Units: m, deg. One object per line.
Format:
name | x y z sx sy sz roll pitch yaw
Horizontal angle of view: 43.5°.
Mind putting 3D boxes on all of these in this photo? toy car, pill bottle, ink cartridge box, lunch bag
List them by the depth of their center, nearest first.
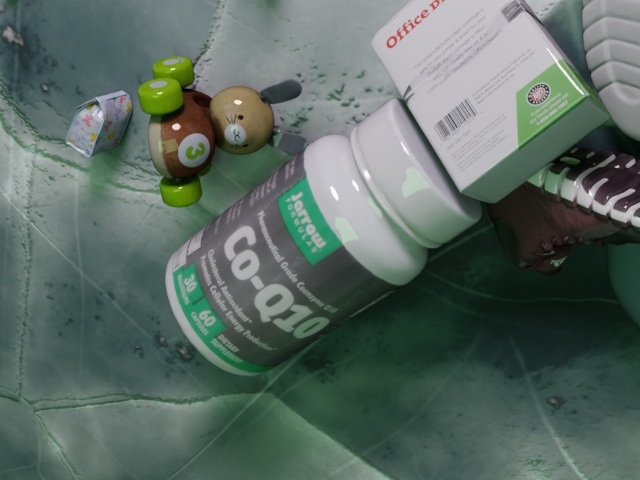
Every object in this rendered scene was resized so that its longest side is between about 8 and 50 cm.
ink cartridge box | 0.177 -0.177 0.868 0.160 0.093 0.219 -38 64 26
pill bottle | 0.000 0.000 0.980 0.361 0.204 0.204 -36 98 25
toy car | -0.112 -0.142 1.001 0.189 0.149 0.155 -3 123 5
lunch bag | -0.295 -0.162 1.075 0.053 0.071 0.083 36 118 5

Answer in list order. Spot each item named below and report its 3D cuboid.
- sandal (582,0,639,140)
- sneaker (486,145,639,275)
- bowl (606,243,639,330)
sandal | 0.349 -0.305 0.809 0.102 0.169 0.416 -19 109 -20
sneaker | 0.301 -0.015 0.910 0.281 0.106 0.162 32 138 45
bowl | 0.483 0.041 0.879 0.312 0.163 0.311 6 113 14
